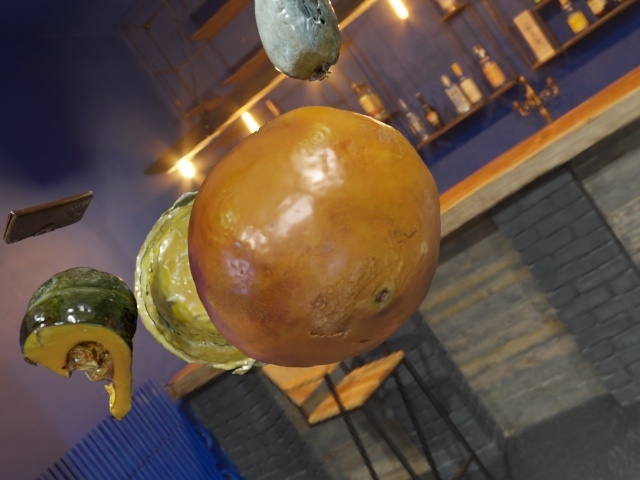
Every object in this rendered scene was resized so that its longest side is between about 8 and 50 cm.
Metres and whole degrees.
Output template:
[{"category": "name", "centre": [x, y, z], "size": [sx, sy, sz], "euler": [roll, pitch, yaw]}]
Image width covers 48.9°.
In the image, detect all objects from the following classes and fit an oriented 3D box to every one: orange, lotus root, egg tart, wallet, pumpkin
[{"category": "orange", "centre": [0.000, 0.000, 0.748], "size": [0.283, 0.226, 0.284], "euler": [-23, -45, -24]}, {"category": "lotus root", "centre": [-0.031, -0.247, 0.767], "size": [0.088, 0.165, 0.088], "euler": [-21, -7, -3]}, {"category": "egg tart", "centre": [-0.184, 0.062, 1.348], "size": [0.387, 0.388, 0.169], "euler": [-36, -14, -3]}, {"category": "wallet", "centre": [-0.536, -0.045, 1.389], "size": [0.176, 0.026, 0.095], "euler": [-26, -18, -50]}, {"category": "pumpkin", "centre": [-0.423, 0.190, 1.241], "size": [0.139, 0.189, 0.281], "euler": [-111, 28, -53]}]
